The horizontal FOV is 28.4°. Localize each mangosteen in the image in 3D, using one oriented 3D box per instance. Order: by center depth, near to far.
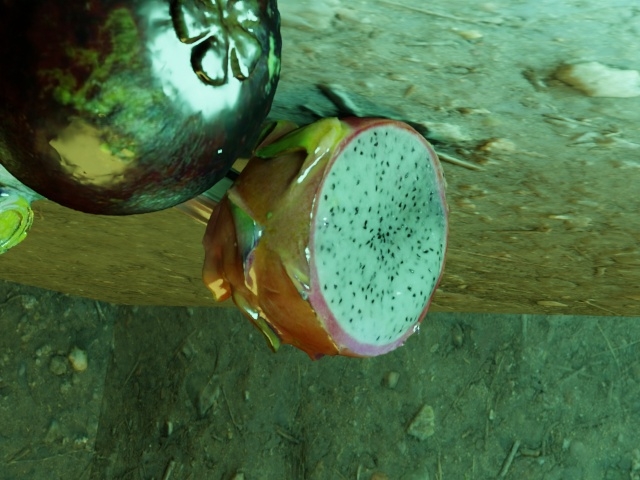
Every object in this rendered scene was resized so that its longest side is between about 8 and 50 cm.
[{"bbox_3d":[-0.159,-0.136,0.885,0.231,0.231,0.289,15,176,-39],"label":"mangosteen"}]

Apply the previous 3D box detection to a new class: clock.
[{"bbox_3d":[-0.135,-0.067,1.548,0.244,0.056,0.244,31,-172,-5],"label":"clock"}]

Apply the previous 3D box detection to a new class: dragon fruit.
[{"bbox_3d":[0.000,0.000,1.403,0.189,0.290,0.291,3,170,42],"label":"dragon fruit"}]

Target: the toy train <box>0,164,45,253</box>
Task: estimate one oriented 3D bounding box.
[{"bbox_3d":[-0.382,-0.091,1.375,0.134,0.177,0.261,44,-173,23],"label":"toy train"}]
